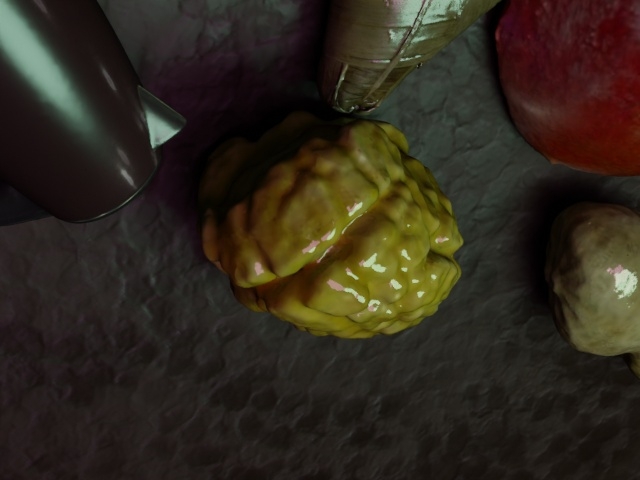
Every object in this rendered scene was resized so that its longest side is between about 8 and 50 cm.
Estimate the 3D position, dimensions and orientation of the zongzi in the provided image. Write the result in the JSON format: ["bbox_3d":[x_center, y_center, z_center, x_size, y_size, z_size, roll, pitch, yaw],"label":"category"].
[{"bbox_3d":[0.090,-0.168,0.990,0.176,0.078,0.160,4,124,-17],"label":"zongzi"}]

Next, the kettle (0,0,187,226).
[{"bbox_3d":[-0.223,-0.104,0.875,0.202,0.144,0.232,-24,131,11],"label":"kettle"}]

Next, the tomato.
[{"bbox_3d":[0.290,-0.167,1.023,0.309,0.170,0.309,-9,118,-17],"label":"tomato"}]

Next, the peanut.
[{"bbox_3d":[0.294,0.056,1.181,0.253,0.122,0.137,31,113,-37],"label":"peanut"}]

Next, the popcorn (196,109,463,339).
[{"bbox_3d":[0.000,0.000,0.993,0.203,0.226,0.200,-22,108,28],"label":"popcorn"}]
